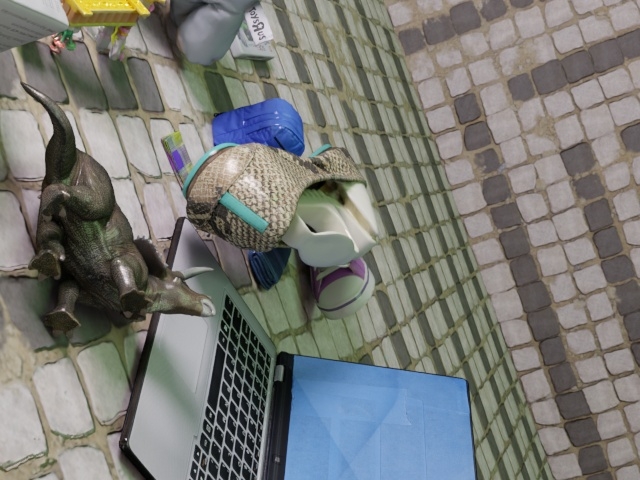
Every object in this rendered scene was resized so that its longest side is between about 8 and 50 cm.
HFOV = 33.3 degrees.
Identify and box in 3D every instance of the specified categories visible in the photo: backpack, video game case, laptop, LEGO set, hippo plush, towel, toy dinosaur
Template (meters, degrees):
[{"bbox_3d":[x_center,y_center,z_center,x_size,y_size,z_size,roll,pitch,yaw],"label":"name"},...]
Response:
[{"bbox_3d":[-0.082,-0.142,1.553,0.098,0.120,0.101,45,30,-55],"label":"backpack"},{"bbox_3d":[-0.142,-0.398,1.813,0.190,0.022,0.173,70,17,-2],"label":"video game case"},{"bbox_3d":[0.002,0.195,1.247,0.408,0.236,0.382,59,20,-32],"label":"laptop"},{"bbox_3d":[-0.264,-0.259,1.231,0.132,0.107,0.287,29,34,-9],"label":"LEGO set"},{"bbox_3d":[-0.195,-0.371,1.419,0.237,0.234,0.294,20,29,-29],"label":"hippo plush"},{"bbox_3d":[-0.179,-0.101,1.399,0.083,0.009,0.060,67,18,-10],"label":"towel"},{"bbox_3d":[-0.227,-0.010,1.038,0.313,0.121,0.160,57,9,-23],"label":"toy dinosaur"},{"bbox_3d":[-0.076,0.019,1.549,0.067,0.029,0.119,64,19,-17],"label":"towel"}]

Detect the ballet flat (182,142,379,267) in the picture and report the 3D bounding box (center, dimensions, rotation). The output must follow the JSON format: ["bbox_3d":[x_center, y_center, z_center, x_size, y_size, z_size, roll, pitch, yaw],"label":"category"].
[{"bbox_3d":[-0.017,-0.034,1.427,0.182,0.164,0.483,39,13,12],"label":"ballet flat"}]

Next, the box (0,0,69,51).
[{"bbox_3d":[-0.322,-0.260,0.909,0.182,0.119,0.181,-16,90,-82],"label":"box"}]

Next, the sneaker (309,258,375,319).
[{"bbox_3d":[-0.001,0.000,1.700,0.161,0.102,0.282,56,12,-30],"label":"sneaker"}]
